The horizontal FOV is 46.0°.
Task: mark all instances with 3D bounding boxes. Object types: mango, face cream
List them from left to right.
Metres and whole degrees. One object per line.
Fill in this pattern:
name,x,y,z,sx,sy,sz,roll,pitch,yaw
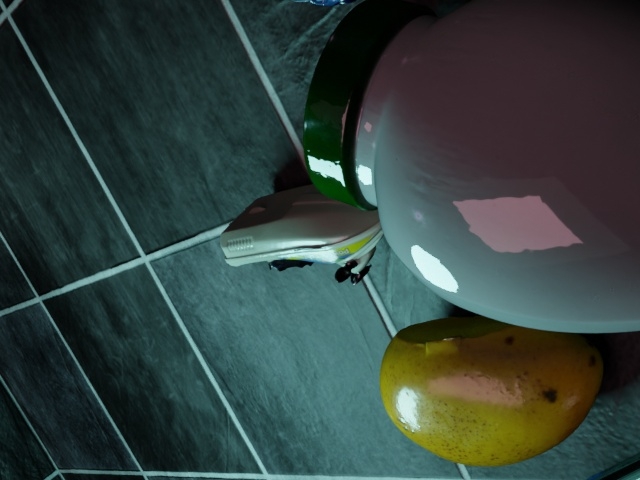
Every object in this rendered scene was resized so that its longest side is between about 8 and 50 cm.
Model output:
mango,0.210,0.186,0.941,0.290,0.160,0.191,-15,99,35
face cream,0.183,-0.086,0.688,0.356,0.313,0.219,22,171,26

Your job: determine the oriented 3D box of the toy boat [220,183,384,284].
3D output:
toy boat,-0.007,-0.005,1.019,0.269,0.140,0.141,6,120,36

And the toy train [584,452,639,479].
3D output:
toy train,0.434,0.253,0.832,0.086,0.089,0.409,49,138,12

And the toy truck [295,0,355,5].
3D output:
toy truck,-0.007,-0.306,0.882,0.136,0.074,0.063,-120,17,-67
